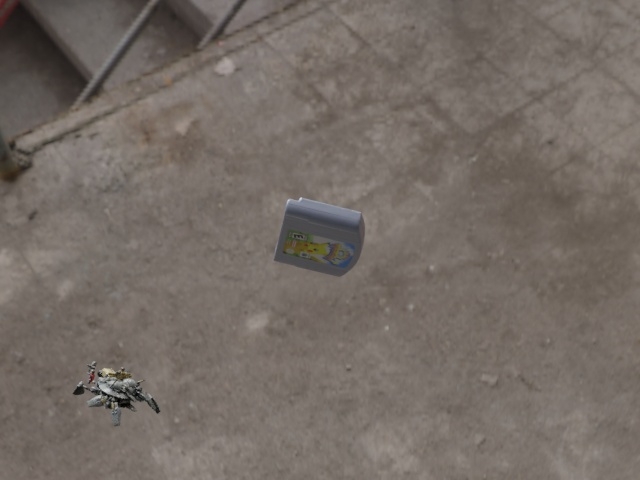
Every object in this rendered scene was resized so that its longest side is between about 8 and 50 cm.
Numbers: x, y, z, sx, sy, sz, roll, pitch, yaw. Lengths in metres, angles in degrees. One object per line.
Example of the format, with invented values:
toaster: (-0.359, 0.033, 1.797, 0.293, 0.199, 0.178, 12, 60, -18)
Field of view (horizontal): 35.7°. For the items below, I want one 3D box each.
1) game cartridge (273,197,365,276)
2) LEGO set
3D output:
game cartridge: (0.000, 0.000, 0.652, 0.056, 0.083, 0.017, 10, 65, -3)
LEGO set: (-0.130, 0.091, 0.633, 0.083, 0.054, 0.023, 32, 102, 52)
